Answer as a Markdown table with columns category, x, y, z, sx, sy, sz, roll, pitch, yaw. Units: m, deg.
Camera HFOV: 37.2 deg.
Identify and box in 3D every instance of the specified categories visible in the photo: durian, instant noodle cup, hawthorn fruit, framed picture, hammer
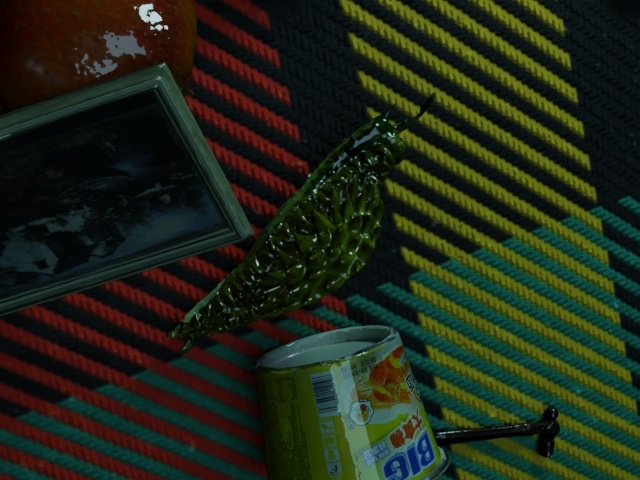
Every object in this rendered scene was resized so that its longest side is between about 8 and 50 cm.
| category | x | y | z | sx | sy | sz | roll | pitch | yaw |
| --- | --- | --- | --- | --- | --- | --- | --- | --- | --- |
| durian | -0.004 | -0.005 | 1.000 | 0.375 | 0.132 | 0.106 | -44 | 97 | -2 |
| instant noodle cup | 0.020 | 0.183 | 1.008 | 0.205 | 0.205 | 0.153 | -16 | 96 | -15 |
| hawthorn fruit | -0.223 | -0.176 | 0.867 | 0.225 | 0.196 | 0.196 | 15 | 94 | -15 |
| framed picture | -0.232 | -0.027 | 0.860 | 0.296 | 0.019 | 0.232 | -17 | 138 | 7 |
| hammer | 0.214 | 0.241 | 1.169 | 0.178 | 0.021 | 0.065 | -1 | 100 | -18 |
